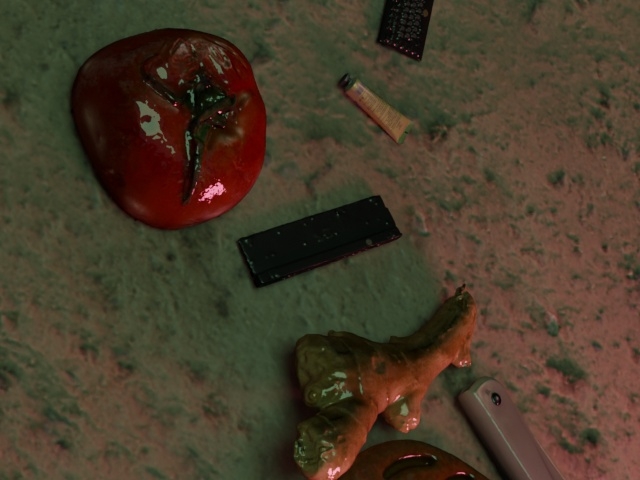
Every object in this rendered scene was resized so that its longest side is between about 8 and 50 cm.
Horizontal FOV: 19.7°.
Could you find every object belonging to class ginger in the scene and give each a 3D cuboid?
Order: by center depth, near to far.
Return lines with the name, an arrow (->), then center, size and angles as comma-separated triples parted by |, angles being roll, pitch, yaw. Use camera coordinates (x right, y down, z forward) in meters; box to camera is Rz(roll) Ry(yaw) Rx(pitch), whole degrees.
ginger -> 0.062, 0.146, 1.987 | 0.333, 0.081, 0.148 | -25, 64, -42

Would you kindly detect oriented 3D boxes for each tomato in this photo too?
tomato -> -0.146, -0.134, 1.956 | 0.228, 0.101, 0.228 | 10, 69, -28

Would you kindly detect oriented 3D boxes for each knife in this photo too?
knife -> 0.247, 0.268, 2.073 | 0.073, 0.040, 0.265 | -38, 94, -40

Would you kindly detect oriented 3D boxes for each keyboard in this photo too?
keyboard -> 0.000, 0.000, 2.038 | 0.195, 0.018, 0.060 | -18, 76, -31
keyboard -> 0.112, -0.311, 2.195 | 0.063, 0.010, 0.198 | 22, 66, -22

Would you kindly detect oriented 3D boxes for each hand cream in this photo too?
hand cream -> 0.063, -0.154, 2.117 | 0.102, 0.022, 0.035 | 40, 60, -18

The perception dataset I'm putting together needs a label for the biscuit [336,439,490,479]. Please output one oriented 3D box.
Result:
biscuit -> 0.128, 0.397, 1.958 | 0.367, 0.063, 0.314 | 40, 60, -13
